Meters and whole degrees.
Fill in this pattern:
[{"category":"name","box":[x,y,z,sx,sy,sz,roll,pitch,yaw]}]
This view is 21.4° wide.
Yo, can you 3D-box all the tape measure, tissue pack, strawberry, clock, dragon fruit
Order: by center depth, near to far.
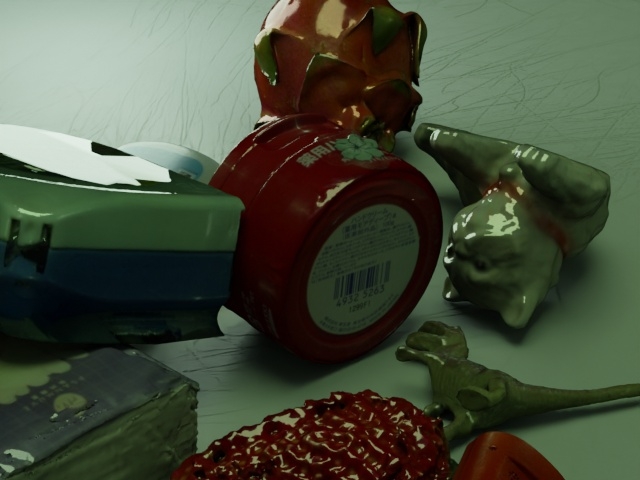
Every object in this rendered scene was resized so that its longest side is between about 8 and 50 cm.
[{"category":"clock","box":[0.156,0.234,1.388,0.113,0.061,0.155,44,33,-8]},{"category":"strawberry","box":[0.007,0.200,1.449,0.286,0.106,0.188,-6,30,-9]},{"category":"tissue pack","box":[-0.309,0.146,1.519,0.343,0.125,0.242,24,36,37]},{"category":"tape measure","box":[-0.237,-0.012,1.575,0.259,0.138,0.262,4,16,-47]},{"category":"dragon fruit","box":[0.024,-0.199,2.024,0.224,0.227,0.224,-6,-6,-1]}]

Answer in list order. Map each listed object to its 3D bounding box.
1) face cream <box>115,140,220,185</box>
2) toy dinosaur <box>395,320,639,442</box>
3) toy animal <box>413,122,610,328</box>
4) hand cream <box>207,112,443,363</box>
[{"category":"face cream","box":[-0.233,-0.004,1.815,0.163,0.080,0.337,14,33,21]},{"category":"toy dinosaur","box":[0.178,0.136,1.597,0.251,0.072,0.200,5,19,28]},{"category":"toy animal","box":[0.185,-0.026,1.819,0.266,0.188,0.307,-1,11,-45]},{"category":"hand cream","box":[0.000,0.000,1.674,0.230,0.230,0.149,-23,42,-34]}]
